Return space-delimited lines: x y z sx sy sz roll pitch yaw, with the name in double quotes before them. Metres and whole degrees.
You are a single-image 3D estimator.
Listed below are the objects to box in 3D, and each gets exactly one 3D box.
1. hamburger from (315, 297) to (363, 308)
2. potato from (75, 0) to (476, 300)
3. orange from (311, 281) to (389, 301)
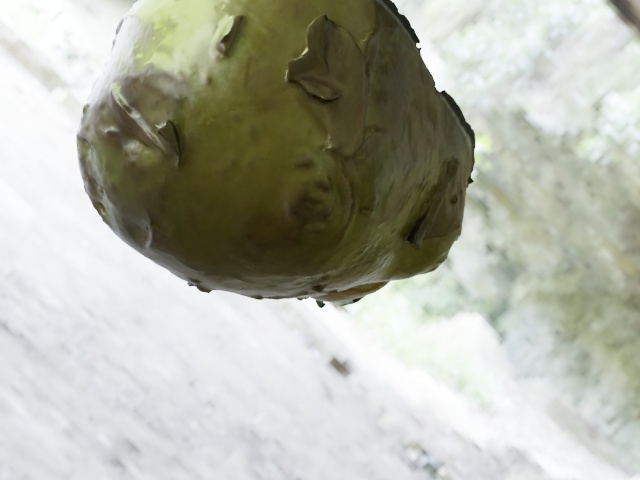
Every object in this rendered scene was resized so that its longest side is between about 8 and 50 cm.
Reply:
"hamburger" 0.005 -0.015 2.067 0.214 0.125 0.235 22 -38 44
"potato" -0.040 -0.043 1.139 0.246 0.196 0.299 15 -24 34
"orange" 0.000 0.000 1.710 0.160 0.112 0.170 53 19 18
